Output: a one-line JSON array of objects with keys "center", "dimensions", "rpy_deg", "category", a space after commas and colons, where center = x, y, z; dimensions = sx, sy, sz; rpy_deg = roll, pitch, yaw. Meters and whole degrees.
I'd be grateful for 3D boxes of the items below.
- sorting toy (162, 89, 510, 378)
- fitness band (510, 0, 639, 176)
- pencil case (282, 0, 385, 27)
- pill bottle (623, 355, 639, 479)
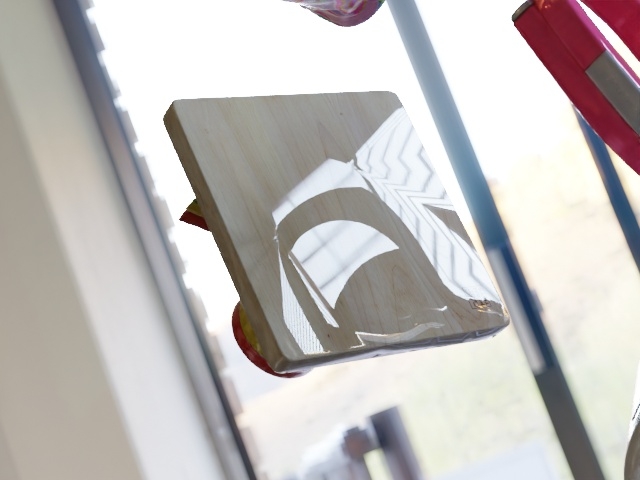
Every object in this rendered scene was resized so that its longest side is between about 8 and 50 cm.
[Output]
[{"center": [0.000, 0.000, 1.534], "dimensions": [0.255, 0.257, 0.089], "rpy_deg": [-6, -28, -39], "category": "sorting toy"}, {"center": [0.265, -0.141, 1.467], "dimensions": [0.054, 0.291, 0.209], "rpy_deg": [-44, -20, 28], "category": "fitness band"}, {"center": [-0.050, -0.288, 1.649], "dimensions": [0.124, 0.124, 0.284], "rpy_deg": [-27, -23, 33], "category": "pencil case"}, {"center": [0.300, 0.107, 1.208], "dimensions": [0.162, 0.162, 0.278], "rpy_deg": [-24, 13, 22], "category": "pill bottle"}]
